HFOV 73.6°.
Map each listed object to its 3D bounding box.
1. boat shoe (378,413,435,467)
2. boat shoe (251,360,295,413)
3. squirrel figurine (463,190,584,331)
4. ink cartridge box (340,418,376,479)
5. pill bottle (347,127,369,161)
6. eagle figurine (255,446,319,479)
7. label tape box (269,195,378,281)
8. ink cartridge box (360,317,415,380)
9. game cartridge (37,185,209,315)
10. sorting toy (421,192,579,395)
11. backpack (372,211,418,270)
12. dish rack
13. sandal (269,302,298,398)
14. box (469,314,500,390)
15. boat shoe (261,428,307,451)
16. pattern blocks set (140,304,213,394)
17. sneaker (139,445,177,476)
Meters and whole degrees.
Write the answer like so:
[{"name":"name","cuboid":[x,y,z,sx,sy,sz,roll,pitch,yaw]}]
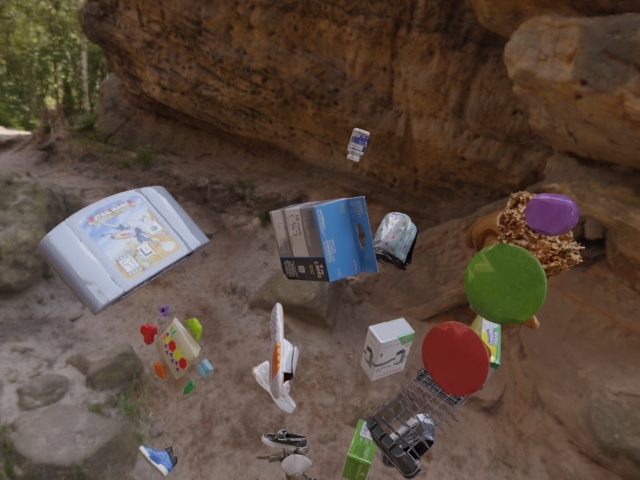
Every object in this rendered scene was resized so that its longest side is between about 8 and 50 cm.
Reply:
[{"name":"boat shoe","cuboid":[0.289,0.700,1.425,0.108,0.301,0.102,20,34,-15]},{"name":"boat shoe","cuboid":[-0.167,0.598,1.745,0.096,0.277,0.098,-36,27,-6]},{"name":"squirrel figurine","cuboid":[0.569,0.073,1.267,0.281,0.396,0.370,23,57,13]},{"name":"ink cartridge box","cuboid":[0.152,0.874,1.689,0.097,0.254,0.189,16,27,14]},{"name":"pill bottle","cuboid":[0.146,-0.375,1.688,0.067,0.120,0.067,17,12,-4]},{"name":"eagle figurine","cuboid":[-0.082,0.872,1.454,0.225,0.227,0.298,30,40,-44]},{"name":"label tape box","cuboid":[0.000,0.000,1.339,0.106,0.240,0.334,-20,12,-42]},{"name":"ink cartridge box","cuboid":[0.339,0.557,2.188,0.211,0.288,0.121,-11,37,-24]},{"name":"game cartridge","cuboid":[-0.403,-0.001,0.901,0.062,0.198,0.297,-36,3,44]},{"name":"sorting toy","cuboid":[0.313,0.094,0.711,0.126,0.365,0.127,8,24,-44]},{"name":"backpack","cuboid":[0.256,-0.004,1.470,0.152,0.181,0.115,22,-9,36]},{"name":"dish rack","cuboid":[0.258,0.449,1.109,0.272,0.074,0.208,-38,17,-13]},{"name":"sandal","cuboid":[-0.096,0.302,1.198,0.076,0.265,0.102,8,-29,-18]},{"name":"box","cuboid":[0.350,0.218,0.924,0.043,0.105,0.179,16,42,8]},{"name":"boat shoe","cuboid":[-0.162,0.889,1.927,0.220,0.070,0.078,3,0,19]},{"name":"pattern blocks set","cuboid":[-0.518,0.387,1.547,0.324,0.285,0.026,57,23,19]},{"name":"sneaker","cuboid":[-0.603,0.805,1.608,0.152,0.058,0.085,26,39,24]}]
